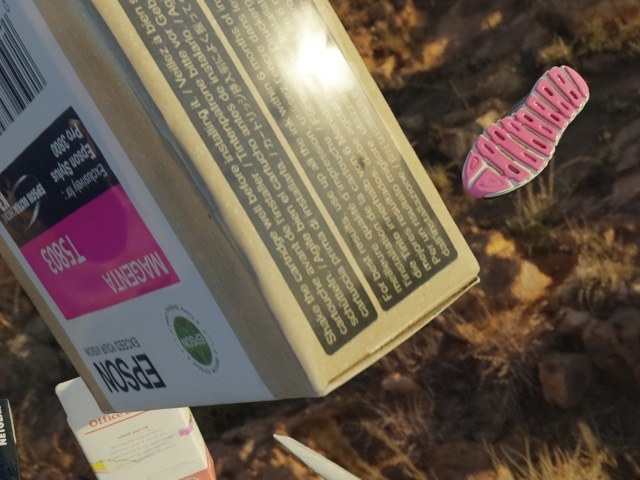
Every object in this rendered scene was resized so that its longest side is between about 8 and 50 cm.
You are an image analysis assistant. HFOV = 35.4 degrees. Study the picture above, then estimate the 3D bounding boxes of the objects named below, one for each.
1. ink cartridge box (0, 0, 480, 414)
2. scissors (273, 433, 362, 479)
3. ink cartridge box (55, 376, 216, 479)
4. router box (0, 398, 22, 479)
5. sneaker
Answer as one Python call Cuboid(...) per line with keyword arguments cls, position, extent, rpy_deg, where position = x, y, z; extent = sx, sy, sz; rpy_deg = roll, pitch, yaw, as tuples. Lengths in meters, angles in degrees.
Cuboid(cls="ink cartridge box", position=(-0.073, -0.029, 0.425), extent=(0.088, 0.193, 0.235), rpy_deg=(-34, 7, -31))
Cuboid(cls="scissors", position=(0.077, 0.227, 0.739), extent=(0.297, 0.021, 0.109), rpy_deg=(15, 58, 19))
Cuboid(cls="ink cartridge box", position=(-0.201, 0.206, 1.103), extent=(0.115, 0.198, 0.067), rpy_deg=(-20, 25, -3))
Cuboid(cls="router box", position=(-0.358, 0.244, 0.975), extent=(0.133, 0.046, 0.179), rpy_deg=(-9, 42, -20))
Cuboid(cls="sneaker", position=(0.186, -0.089, 0.937), extent=(0.063, 0.074, 0.170), rpy_deg=(38, 63, 8))
